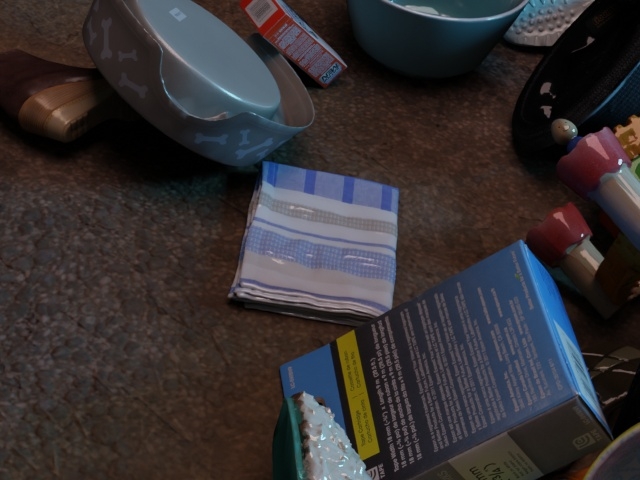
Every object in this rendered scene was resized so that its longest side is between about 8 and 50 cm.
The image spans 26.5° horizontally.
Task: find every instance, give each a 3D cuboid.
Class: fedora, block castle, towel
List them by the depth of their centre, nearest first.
[{"bbox_3d":[0.485,-0.126,1.766,0.453,0.303,0.213,-33,72,-15],"label":"block castle"},{"bbox_3d":[0.000,0.000,1.800,0.209,0.034,0.285,11,41,-2],"label":"towel"},{"bbox_3d":[0.441,-0.234,2.011,0.152,0.334,0.334,37,38,-16],"label":"fedora"}]

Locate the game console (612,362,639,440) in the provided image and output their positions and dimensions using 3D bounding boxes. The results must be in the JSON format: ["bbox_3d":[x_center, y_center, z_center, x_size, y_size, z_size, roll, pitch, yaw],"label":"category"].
[{"bbox_3d":[0.498,0.214,1.497,0.293,0.250,0.173,10,36,-2],"label":"game console"}]

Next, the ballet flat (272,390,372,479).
[{"bbox_3d":[0.022,0.342,1.352,0.147,0.147,0.409,4,49,-8],"label":"ballet flat"}]

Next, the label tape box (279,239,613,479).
[{"bbox_3d":[0.132,0.181,1.538,0.333,0.106,0.241,-29,41,16],"label":"label tape box"}]

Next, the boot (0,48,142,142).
[{"bbox_3d":[-0.358,-0.235,1.939,0.207,0.090,0.248,31,41,25],"label":"boot"}]

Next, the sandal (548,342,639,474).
[{"bbox_3d":[0.317,0.204,1.630,0.090,0.060,0.219,26,57,25],"label":"sandal"}]

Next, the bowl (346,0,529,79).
[{"bbox_3d":[0.169,-0.369,2.158,0.311,0.163,0.312,7,40,-6],"label":"bowl"}]

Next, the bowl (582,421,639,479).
[{"bbox_3d":[0.407,0.303,1.420,0.289,0.289,0.156,21,7,11],"label":"bowl"}]

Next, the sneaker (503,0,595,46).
[{"bbox_3d":[0.408,-0.377,2.293,0.235,0.090,0.095,-19,3,-11],"label":"sneaker"}]

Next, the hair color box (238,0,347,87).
[{"bbox_3d":[-0.040,-0.308,2.051,0.167,0.053,0.093,36,15,-50],"label":"hair color box"}]

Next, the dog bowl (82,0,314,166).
[{"bbox_3d":[-0.174,-0.240,1.871,0.348,0.102,0.349,36,21,-16],"label":"dog bowl"}]

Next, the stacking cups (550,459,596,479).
[{"bbox_3d":[0.250,0.309,1.480,0.316,0.096,0.096,-13,47,-33],"label":"stacking cups"}]
